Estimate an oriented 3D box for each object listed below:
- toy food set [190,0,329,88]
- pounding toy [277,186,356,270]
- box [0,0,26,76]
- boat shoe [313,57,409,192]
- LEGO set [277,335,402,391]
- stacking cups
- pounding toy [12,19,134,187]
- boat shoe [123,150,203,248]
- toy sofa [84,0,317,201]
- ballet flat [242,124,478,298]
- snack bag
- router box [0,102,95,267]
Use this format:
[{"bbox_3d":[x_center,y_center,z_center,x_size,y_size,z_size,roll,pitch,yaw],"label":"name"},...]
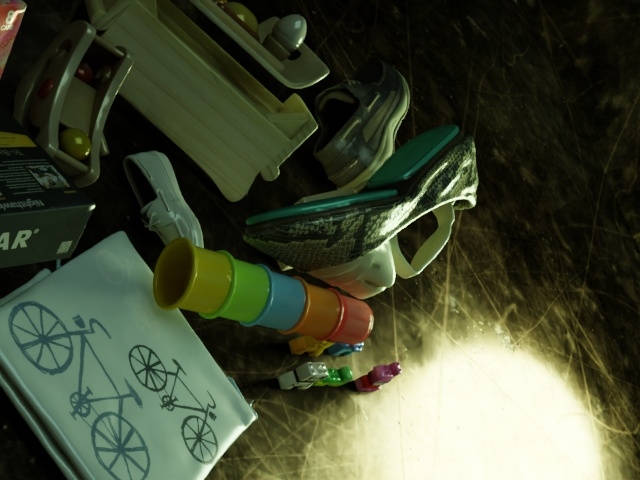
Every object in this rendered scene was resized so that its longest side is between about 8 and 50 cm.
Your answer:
[{"bbox_3d":[-0.129,-0.366,1.823,0.306,0.092,0.220,39,9,-40],"label":"toy food set"},{"bbox_3d":[0.000,0.000,1.880,0.130,0.141,0.100,-14,73,-43],"label":"pounding toy"},{"bbox_3d":[-0.478,-0.261,1.299,0.300,0.142,0.154,37,25,19],"label":"box"},{"bbox_3d":[0.066,-0.226,2.164,0.130,0.132,0.355,42,32,-24],"label":"boat shoe"},{"bbox_3d":[0.035,0.161,1.795,0.227,0.093,0.087,9,55,-52],"label":"LEGO set"},{"bbox_3d":[-0.062,0.072,1.631,0.316,0.096,0.096,14,50,-37],"label":"stacking cups"},{"bbox_3d":[-0.290,-0.170,1.580,0.155,0.154,0.269,32,39,-35],"label":"pounding toy"},{"bbox_3d":[-0.214,-0.041,1.663,0.063,0.066,0.184,-6,68,-41],"label":"boat shoe"},{"bbox_3d":[-0.192,-0.238,1.823,0.362,0.177,0.150,41,10,-25],"label":"toy sofa"},{"bbox_3d":[0.091,-0.023,1.774,0.483,0.164,0.182,-28,104,-47],"label":"ballet flat"},{"bbox_3d":[-0.235,0.160,1.469,0.323,0.037,0.342,55,28,-5],"label":"snack bag"},{"bbox_3d":[-0.425,-0.070,1.267,0.243,0.081,0.309,44,29,25],"label":"router box"}]
